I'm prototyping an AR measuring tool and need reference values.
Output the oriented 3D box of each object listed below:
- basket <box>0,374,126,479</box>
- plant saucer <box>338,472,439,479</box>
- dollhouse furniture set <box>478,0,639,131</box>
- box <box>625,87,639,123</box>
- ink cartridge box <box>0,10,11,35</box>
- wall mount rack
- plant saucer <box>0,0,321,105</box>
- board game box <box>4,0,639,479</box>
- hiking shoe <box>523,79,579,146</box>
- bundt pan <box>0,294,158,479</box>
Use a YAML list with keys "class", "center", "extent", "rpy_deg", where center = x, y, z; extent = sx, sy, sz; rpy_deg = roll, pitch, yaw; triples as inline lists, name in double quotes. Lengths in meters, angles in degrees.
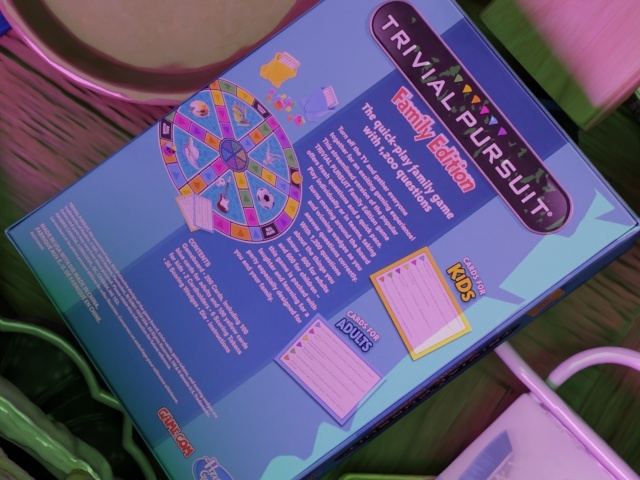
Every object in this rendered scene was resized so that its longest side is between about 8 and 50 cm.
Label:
- class: "basket"
  center: [-0.292, 0.243, 0.692]
  extent: [0.328, 0.266, 0.331]
  rpy_deg: [43, 95, -9]
- class: "plant saucer"
  center: [0.103, 0.275, 0.937]
  extent: [0.188, 0.045, 0.188]
  rpy_deg: [2, 88, -1]
- class: "dollhouse furniture set"
  center: [0.267, -0.253, 0.755]
  extent: [0.394, 0.256, 0.362]
  rpy_deg: [-44, 68, 16]
- class: "box"
  center: [0.350, -0.143, 0.963]
  extent: [0.207, 0.036, 0.114]
  rpy_deg: [-33, 88, -2]
- class: "ink cartridge box"
  center: [-0.364, -0.177, 0.928]
  extent: [0.203, 0.086, 0.148]
  rpy_deg: [-37, 89, -3]
- class: "wall mount rack"
  center: [0.088, 0.166, 0.857]
  extent: [0.350, 0.130, 0.304]
  rpy_deg: [-43, 71, -4]
- class: "plant saucer"
  center: [-0.112, -0.237, 0.879]
  extent: [0.278, 0.041, 0.277]
  rpy_deg: [0, 96, 0]
- class: "board game box"
  center: [0.000, 0.000, 0.808]
  extent: [0.336, 0.079, 0.253]
  rpy_deg: [-36, 76, -1]
- class: "hiking shoe"
  center: [0.054, -0.089, 0.939]
  extent: [0.304, 0.113, 0.132]
  rpy_deg: [14, 57, 6]
- class: "bundt pan"
  center: [-0.274, 0.180, 0.875]
  extent: [0.331, 0.124, 0.330]
  rpy_deg: [0, 102, -2]
